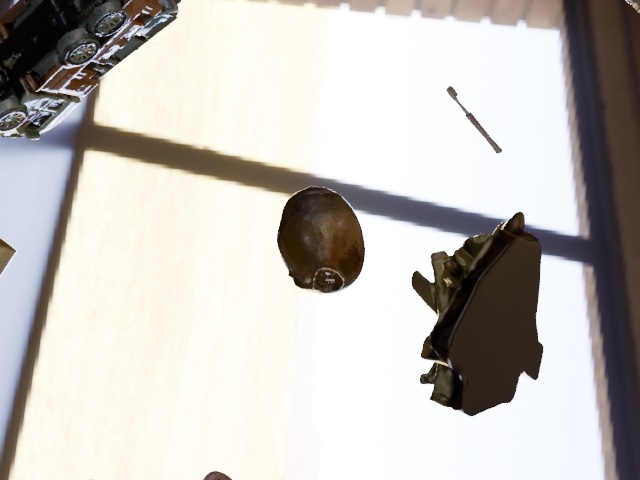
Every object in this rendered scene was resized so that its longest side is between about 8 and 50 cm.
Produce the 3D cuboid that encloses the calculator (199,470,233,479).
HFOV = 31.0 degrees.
[{"bbox_3d":[-0.204,0.489,2.188,0.103,0.024,0.166,-64,150,-15],"label":"calculator"}]

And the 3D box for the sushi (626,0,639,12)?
[{"bbox_3d":[0.471,-0.434,1.614,0.274,0.184,0.139,95,15,-83],"label":"sushi"}]

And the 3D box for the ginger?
[{"bbox_3d":[0.279,0.149,2.229,0.413,0.211,0.359,-39,128,-40],"label":"ginger"}]

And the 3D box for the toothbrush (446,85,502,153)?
[{"bbox_3d":[0.328,-0.257,2.470,0.014,0.194,0.017,-16,-147,48],"label":"toothbrush"}]

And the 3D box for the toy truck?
[{"bbox_3d":[-0.356,-0.257,1.594,0.133,0.338,0.184,58,21,17],"label":"toy truck"}]

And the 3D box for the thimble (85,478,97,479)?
[{"bbox_3d":[-0.368,0.524,1.740,0.291,0.195,0.292,157,-90,-89],"label":"thimble"}]

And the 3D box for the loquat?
[{"bbox_3d":[0.000,0.000,2.252,0.179,0.179,0.227,97,-14,-46],"label":"loquat"}]

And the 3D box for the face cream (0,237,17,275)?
[{"bbox_3d":[-0.619,0.117,1.735,0.081,0.173,0.349,17,-107,54],"label":"face cream"}]
